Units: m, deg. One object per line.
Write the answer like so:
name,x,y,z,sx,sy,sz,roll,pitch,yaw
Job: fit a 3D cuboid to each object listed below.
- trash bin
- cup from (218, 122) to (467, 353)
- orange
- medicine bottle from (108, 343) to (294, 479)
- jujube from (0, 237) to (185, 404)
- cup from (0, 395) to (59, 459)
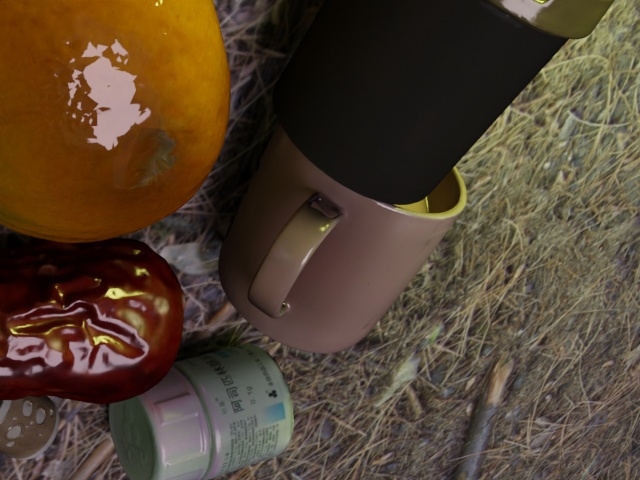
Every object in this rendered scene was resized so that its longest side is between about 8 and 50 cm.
trash bin,0.113,-0.205,1.023,0.214,0.214,0.334,3,138,-43
cup,0.000,0.000,1.167,0.200,0.191,0.253,-59,174,29
orange,-0.194,-0.129,0.982,0.274,0.274,0.310,-22,170,-24
medicine bottle,-0.129,0.192,1.321,0.168,0.135,0.135,-14,135,-32
jujube,-0.235,0.073,1.094,0.230,0.155,0.155,-2,128,-37
cup,-0.306,0.155,1.196,0.074,0.102,0.099,-8,150,21
